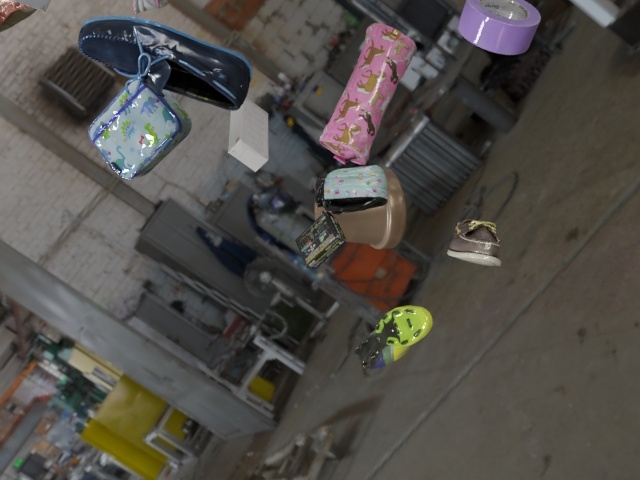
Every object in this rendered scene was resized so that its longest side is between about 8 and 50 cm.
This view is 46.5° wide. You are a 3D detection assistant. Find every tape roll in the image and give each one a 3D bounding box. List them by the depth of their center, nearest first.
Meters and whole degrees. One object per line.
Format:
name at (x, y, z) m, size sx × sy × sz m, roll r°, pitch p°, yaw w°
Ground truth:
tape roll at (0.444, -0.546, 1.856) m, size 0.189 × 0.188 × 0.080 m, roll -64°, pitch -7°, yaw -48°

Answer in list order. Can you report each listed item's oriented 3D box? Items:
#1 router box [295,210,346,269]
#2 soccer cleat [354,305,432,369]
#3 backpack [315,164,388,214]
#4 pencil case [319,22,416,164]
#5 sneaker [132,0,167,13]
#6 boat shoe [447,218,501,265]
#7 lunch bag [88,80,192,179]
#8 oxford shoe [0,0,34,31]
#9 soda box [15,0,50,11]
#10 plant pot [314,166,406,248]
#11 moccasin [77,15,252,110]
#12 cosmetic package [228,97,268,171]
router box at (0.000, 0.000, 1.874) m, size 0.122 × 0.038 × 0.092 m, roll -43°, pitch 48°, yaw 23°
soccer cleat at (0.187, 0.221, 1.757) m, size 0.121 × 0.094 × 0.289 m, roll -10°, pitch -24°, yaw -34°
backpack at (0.087, -0.132, 1.959) m, size 0.152 × 0.181 × 0.115 m, roll 4°, pitch -99°, yaw -73°
pencil case at (0.130, -0.406, 2.082) m, size 0.160 × 0.167 × 0.386 m, roll 19°, pitch 83°, yaw 37°
sneaker at (-0.482, -0.768, 2.102) m, size 0.103 × 0.111 × 0.252 m, roll -109°, pitch 20°, yaw -45°
boat shoe at (0.355, 0.001, 1.699) m, size 0.324 × 0.116 × 0.097 m, roll -13°, pitch -63°, yaw -83°
lunch bag at (-0.427, -0.263, 1.743) m, size 0.219 × 0.176 × 0.090 m, roll -39°, pitch -3°, yaw 20°
oxford shoe at (-0.748, -0.643, 1.873) m, size 0.396 × 0.141 × 0.146 m, roll -18°, pitch 18°, yaw 29°
soda box at (-0.680, -0.563, 1.579) m, size 0.216 × 0.074 × 0.069 m, roll 6°, pitch -58°, yaw -52°
plant pot at (0.110, -0.095, 2.326) m, size 0.263 × 0.229 × 0.263 m, roll 174°, pitch 90°, yaw -71°
moccasin at (-0.302, -0.343, 1.455) m, size 0.138 × 0.341 × 0.117 m, roll 125°, pitch 153°, yaw -64°
cosmetic package at (-0.198, -0.299, 2.060) m, size 0.060 × 0.098 × 0.239 m, roll -42°, pitch 31°, yaw 27°
